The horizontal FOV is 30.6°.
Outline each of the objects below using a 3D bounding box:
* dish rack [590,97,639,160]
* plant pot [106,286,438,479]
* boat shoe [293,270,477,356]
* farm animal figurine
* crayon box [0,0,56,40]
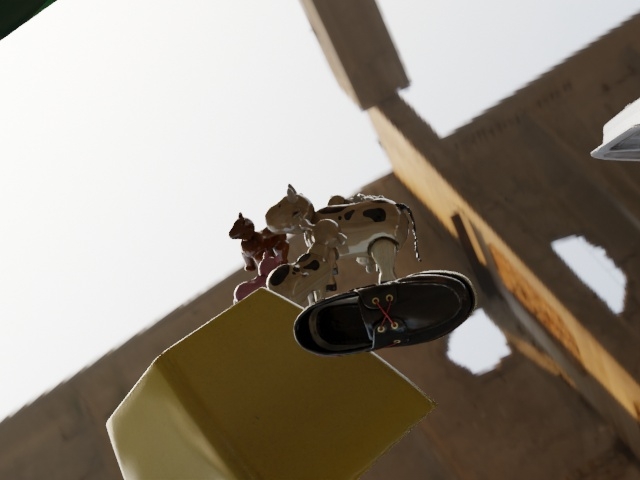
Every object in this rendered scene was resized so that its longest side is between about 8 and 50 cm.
[{"bbox_3d":[0.510,-0.153,1.489,0.285,0.333,0.072,1,-92,3],"label":"dish rack"},{"bbox_3d":[-0.063,0.171,1.049,0.187,0.212,0.212,49,-134,9],"label":"plant pot"},{"bbox_3d":[0.043,0.053,0.800,0.133,0.049,0.042,-14,180,30],"label":"boat shoe"},{"bbox_3d":[0.000,0.000,1.860,0.327,0.172,0.330,-11,-156,-14],"label":"farm animal figurine"},{"bbox_3d":[-0.286,-0.287,0.713,0.363,0.106,0.313,38,-127,4],"label":"crayon box"}]
